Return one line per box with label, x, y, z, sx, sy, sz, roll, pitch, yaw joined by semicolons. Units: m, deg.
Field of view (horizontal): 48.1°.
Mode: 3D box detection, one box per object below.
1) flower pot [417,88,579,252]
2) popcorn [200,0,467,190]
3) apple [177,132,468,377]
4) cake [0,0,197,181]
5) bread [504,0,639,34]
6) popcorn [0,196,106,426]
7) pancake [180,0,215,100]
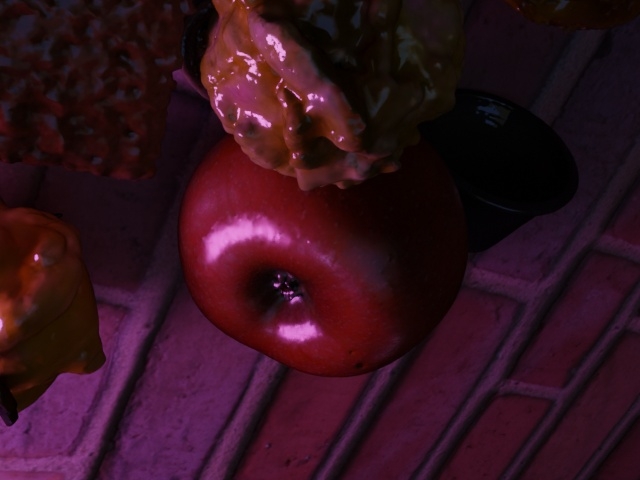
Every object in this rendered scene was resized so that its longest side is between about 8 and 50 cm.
flower pot;0.213;-0.082;0.991;0.235;0.235;0.148;0;141;-21
popcorn;0.011;-0.156;0.615;0.259;0.259;0.212;-17;81;-3
apple;0.000;0.000;0.854;0.348;0.277;0.349;11;127;15
cake;-0.269;-0.228;0.631;0.281;0.290;0.256;9;117;-36
bread;0.263;-0.351;0.810;0.176;0.246;0.195;-39;148;30
popcorn;-0.384;0.047;0.806;0.297;0.281;0.316;-18;117;28
pancake;-0.107;-0.230;0.867;0.139;0.022;0.140;-11;124;-16
